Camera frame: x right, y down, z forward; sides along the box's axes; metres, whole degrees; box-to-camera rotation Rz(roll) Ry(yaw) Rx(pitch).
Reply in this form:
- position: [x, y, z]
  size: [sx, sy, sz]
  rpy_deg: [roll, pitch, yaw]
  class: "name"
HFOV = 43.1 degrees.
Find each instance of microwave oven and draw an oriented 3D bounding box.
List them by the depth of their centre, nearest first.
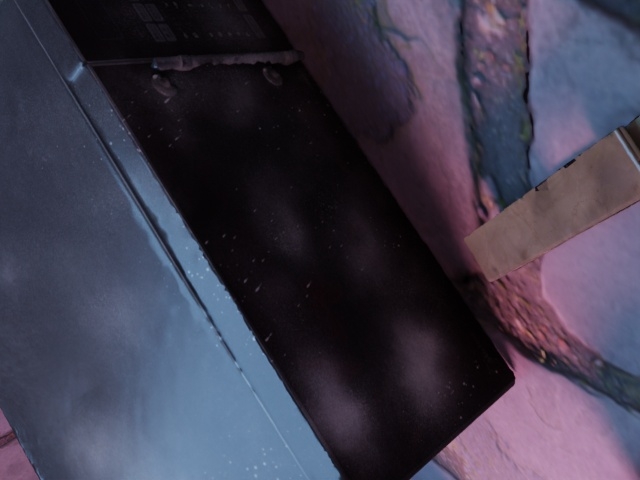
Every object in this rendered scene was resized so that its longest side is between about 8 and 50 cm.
- position: [-0.118, 0.045, 0.691]
  size: [0.374, 0.236, 0.432]
  rpy_deg: [-39, 78, 35]
  class: "microwave oven"

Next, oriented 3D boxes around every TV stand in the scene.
- position: [0.146, -0.026, 0.439]
  size: [0.036, 0.042, 0.249]
  rpy_deg: [62, 161, 9]
  class: "TV stand"
